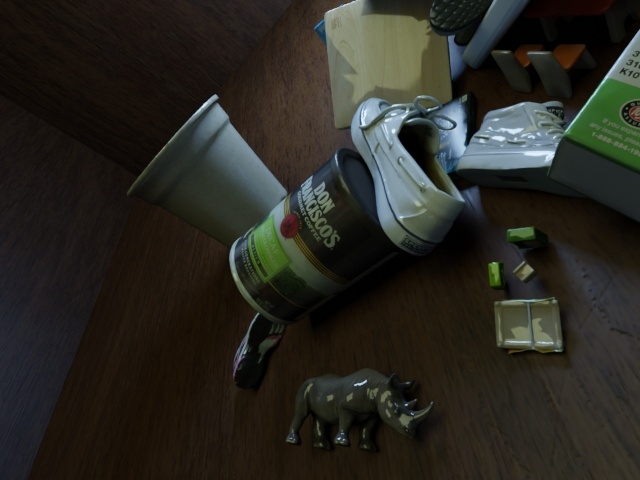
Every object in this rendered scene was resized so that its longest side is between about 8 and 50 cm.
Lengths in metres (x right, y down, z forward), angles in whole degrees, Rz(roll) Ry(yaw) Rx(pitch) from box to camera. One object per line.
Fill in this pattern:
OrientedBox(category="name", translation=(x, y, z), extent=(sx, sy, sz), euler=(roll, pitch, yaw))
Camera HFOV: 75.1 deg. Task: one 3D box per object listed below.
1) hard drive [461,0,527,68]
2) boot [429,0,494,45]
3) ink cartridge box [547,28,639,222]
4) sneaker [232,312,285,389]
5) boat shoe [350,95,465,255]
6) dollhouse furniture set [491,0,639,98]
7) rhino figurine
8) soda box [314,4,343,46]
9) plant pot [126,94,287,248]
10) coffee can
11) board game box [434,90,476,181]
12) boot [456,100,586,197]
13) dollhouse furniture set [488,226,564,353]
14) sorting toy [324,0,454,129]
OrientedBox(category="hard drive", translation=(0.345, -0.434, 0.642), extent=(0.233, 0.047, 0.353), euler=(-52, -3, 5))
OrientedBox(category="boot", translation=(0.279, -0.419, 0.769), extent=(0.083, 0.161, 0.247), euler=(35, 76, 15))
OrientedBox(category="ink cartridge box", translation=(0.385, -0.141, 0.372), extent=(0.201, 0.117, 0.278), euler=(37, 92, 26))
OrientedBox(category="sneaker", translation=(-0.140, 0.212, 0.871), extent=(0.178, 0.072, 0.077), euler=(-60, 21, -17))
OrientedBox(category="boat shoe", translation=(0.147, -0.160, 0.671), extent=(0.157, 0.135, 0.367), euler=(-54, 27, 38))
OrientedBox(category="dollhouse furniture set", translation=(0.407, -0.349, 0.583), extent=(0.262, 0.135, 0.259), euler=(-52, 32, 7))
OrientedBox(category="rhino figurine", translation=(0.051, 0.237, 0.592), extent=(0.243, 0.073, 0.107), euler=(-22, 48, 39))
OrientedBox(category="soda box", translation=(0.083, -0.464, 1.035), extent=(0.067, 0.210, 0.071), euler=(-23, 26, 40))
OrientedBox(category="plant pot", translation=(-0.267, -0.147, 1.096), extent=(0.333, 0.305, 0.334), euler=(-41, 22, 20))
OrientedBox(category="coffee can", translation=(0.000, 0.000, 0.749), extent=(0.275, 0.201, 0.202), euler=(-38, 36, 27))
OrientedBox(category="board game box", translation=(0.225, -0.180, 0.776), extent=(0.126, 0.026, 0.186), euler=(-18, 48, 45))
OrientedBox(category="boot", translation=(0.305, -0.135, 0.563), extent=(0.258, 0.095, 0.124), euler=(22, 87, 58))
OrientedBox(category="dollhouse furniture set", translation=(0.258, 0.063, 0.519), extent=(0.076, 0.058, 0.152), euler=(-10, 73, 39))
OrientedBox(category="sorting toy", translation=(0.152, -0.388, 0.901), extent=(0.255, 0.089, 0.258), euler=(-5, 91, 29))
